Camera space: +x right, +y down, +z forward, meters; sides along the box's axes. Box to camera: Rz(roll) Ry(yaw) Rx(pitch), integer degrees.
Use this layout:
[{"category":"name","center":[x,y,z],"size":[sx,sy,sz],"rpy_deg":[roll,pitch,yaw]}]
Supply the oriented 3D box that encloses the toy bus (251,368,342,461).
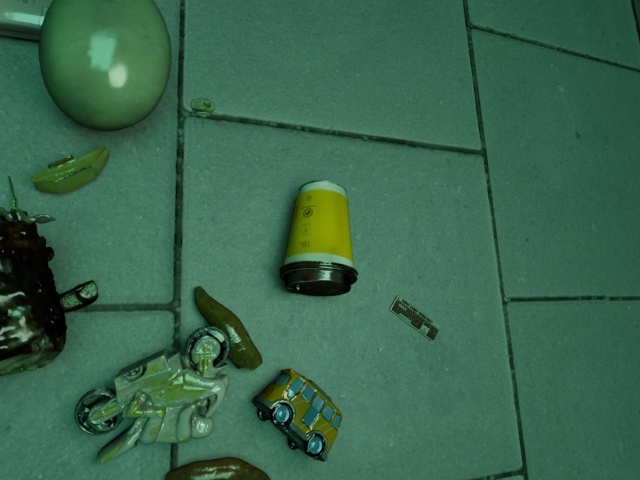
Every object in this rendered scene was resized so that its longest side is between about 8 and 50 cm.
[{"category":"toy bus","center":[-0.049,0.404,0.971],"size":[0.209,0.126,0.136],"rpy_deg":[45,59,-6]}]

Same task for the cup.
[{"category":"cup","center":[0.000,0.000,1.047],"size":[0.196,0.196,0.280],"rpy_deg":[11,67,-18]}]

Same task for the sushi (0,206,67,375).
[{"category":"sushi","center":[-0.621,0.105,0.725],"size":[0.281,0.299,0.295],"rpy_deg":[-8,79,-37]}]

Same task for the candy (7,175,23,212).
[{"category":"candy","center":[-0.667,-0.087,0.894],"size":[0.035,0.035,0.123],"rpy_deg":[10,57,-63]}]

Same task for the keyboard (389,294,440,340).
[{"category":"keyboard","center":[0.276,0.223,1.186],"size":[0.165,0.017,0.055],"rpy_deg":[37,69,-10]}]

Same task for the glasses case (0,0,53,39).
[{"category":"glasses case","center":[-0.714,-0.531,0.940],"size":[0.296,0.075,0.113],"rpy_deg":[0,77,-21]}]

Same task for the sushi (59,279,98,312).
[{"category":"sushi","center":[-0.528,0.125,0.900],"size":[0.083,0.044,0.046],"rpy_deg":[-28,111,-21]}]

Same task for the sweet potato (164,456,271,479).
[{"category":"sweet potato","center":[-0.212,0.527,0.920],"size":[0.255,0.058,0.078],"rpy_deg":[17,90,-19]}]

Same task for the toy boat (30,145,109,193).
[{"category":"toy boat","center":[-0.560,-0.162,0.931],"size":[0.172,0.065,0.066],"rpy_deg":[-34,72,-26]}]

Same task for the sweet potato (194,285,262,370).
[{"category":"sweet potato","center":[-0.225,0.211,0.971],"size":[0.077,0.077,0.244],"rpy_deg":[-38,95,-23]}]

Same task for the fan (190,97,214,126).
[{"category":"fan","center":[-0.307,-0.346,1.093],"size":[0.060,0.003,0.080],"rpy_deg":[-31,90,-22]}]

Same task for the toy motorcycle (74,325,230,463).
[{"category":"toy motorcycle","center":[-0.328,0.345,0.880],"size":[0.340,0.108,0.223],"rpy_deg":[-26,98,-13]}]

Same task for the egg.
[{"category":"egg","center":[-0.468,-0.414,0.913],"size":[0.258,0.258,0.353],"rpy_deg":[15,72,-17]}]
